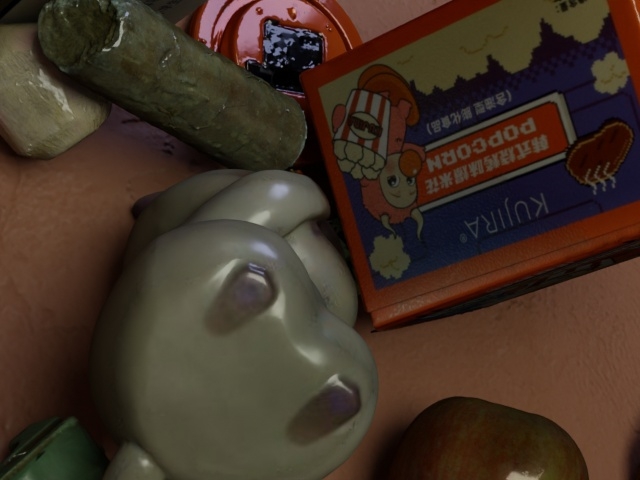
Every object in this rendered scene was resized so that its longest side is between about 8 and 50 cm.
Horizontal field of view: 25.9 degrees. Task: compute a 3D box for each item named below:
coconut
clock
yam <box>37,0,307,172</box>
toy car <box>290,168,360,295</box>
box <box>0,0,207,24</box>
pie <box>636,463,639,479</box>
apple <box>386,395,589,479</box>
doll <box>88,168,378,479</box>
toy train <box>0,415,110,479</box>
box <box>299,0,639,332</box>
[{"bbox_3d":[-0.242,-0.136,1.191,0.110,0.110,0.124,-43,106,-34],"label":"coconut"},{"bbox_3d":[-0.037,-0.171,1.366,0.205,0.051,0.205,10,72,-32],"label":"clock"},{"bbox_3d":[-0.123,-0.135,1.191,0.259,0.093,0.093,29,61,-49],"label":"yam"},{"bbox_3d":[0.000,0.000,1.331,0.143,0.073,0.054,47,39,-12],"label":"toy car"},{"bbox_3d":[-0.222,-0.231,1.192,0.259,0.168,0.071,-3,80,-35],"label":"box"},{"bbox_3d":[0.451,0.289,1.543,0.273,0.069,0.273,8,74,-31],"label":"pie"},{"bbox_3d":[0.153,0.242,1.292,0.188,0.188,0.174,29,68,-24],"label":"apple"},{"bbox_3d":[-0.068,0.063,1.099,0.215,0.226,0.370,40,22,-15],"label":"doll"},{"bbox_3d":[-0.268,0.266,1.030,0.326,0.159,0.129,-41,98,-33],"label":"toy train"},{"bbox_3d":[0.229,-0.096,1.296,0.318,0.348,0.257,-9,81,-53],"label":"box"}]
